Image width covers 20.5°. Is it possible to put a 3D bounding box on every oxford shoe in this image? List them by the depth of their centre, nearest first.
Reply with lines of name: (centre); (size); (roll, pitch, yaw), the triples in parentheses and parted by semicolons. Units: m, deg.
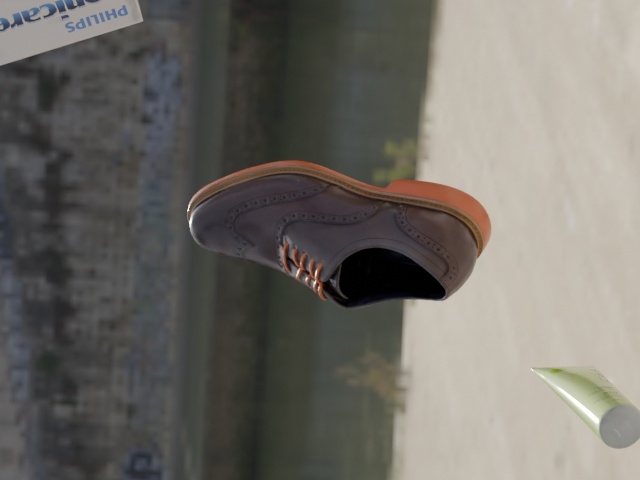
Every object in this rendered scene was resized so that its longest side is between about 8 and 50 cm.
oxford shoe: (0.000, 0.000, 1.477); (0.098, 0.271, 0.097); (-62, -36, -42)

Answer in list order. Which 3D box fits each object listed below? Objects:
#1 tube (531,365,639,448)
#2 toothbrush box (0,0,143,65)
tube: (0.354, 0.203, 2.326); (0.062, 0.070, 0.240); (-47, 17, 4)
toothbrush box: (-0.304, -0.309, 1.552); (0.126, 0.216, 0.295); (-107, 1, -52)
